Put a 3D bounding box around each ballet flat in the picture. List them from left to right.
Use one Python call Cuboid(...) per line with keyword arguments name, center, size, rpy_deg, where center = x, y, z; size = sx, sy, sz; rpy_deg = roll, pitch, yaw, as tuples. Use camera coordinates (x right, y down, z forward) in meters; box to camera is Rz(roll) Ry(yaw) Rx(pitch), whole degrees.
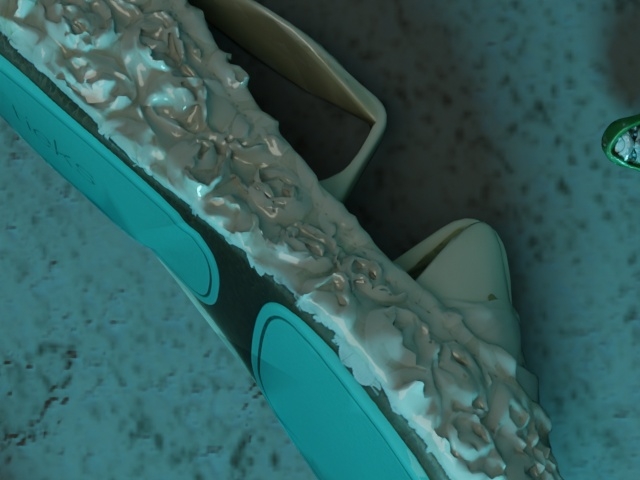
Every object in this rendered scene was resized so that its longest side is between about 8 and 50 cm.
Cuboid(name="ballet flat", center=(0.000, 0.000, 0.764), size=(0.147, 0.147, 0.409), rpy_deg=(-44, 80, 12))

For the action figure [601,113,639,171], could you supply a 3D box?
Cuboid(name="action figure", center=(0.235, -0.039, 0.730), size=(0.232, 0.063, 0.137), rpy_deg=(1, 94, 19))
